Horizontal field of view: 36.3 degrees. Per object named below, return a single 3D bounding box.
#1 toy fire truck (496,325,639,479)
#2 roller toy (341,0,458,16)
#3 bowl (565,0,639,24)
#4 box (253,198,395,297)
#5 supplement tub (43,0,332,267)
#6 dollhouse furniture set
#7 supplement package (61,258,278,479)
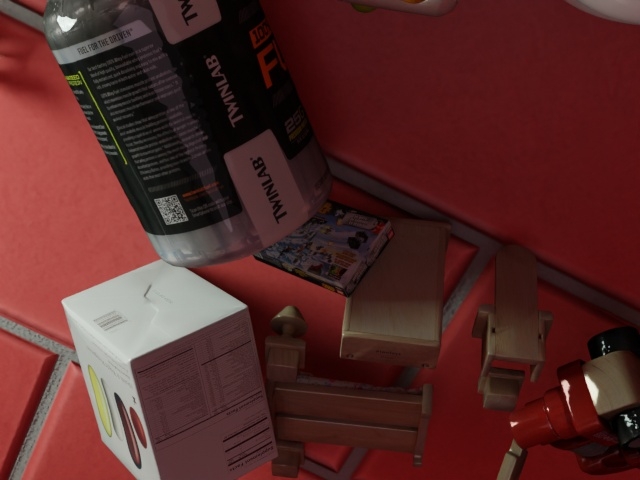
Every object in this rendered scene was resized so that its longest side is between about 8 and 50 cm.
[{"bbox_3d":[0.288,0.230,1.095,0.246,0.158,0.217,-27,148,26],"label":"toy fire truck"},{"bbox_3d":[0.082,-0.305,0.881,0.146,0.209,0.191,11,97,3],"label":"roller toy"},{"bbox_3d":[0.282,-0.285,0.751,0.297,0.134,0.298,6,124,9],"label":"bowl"},{"bbox_3d":[0.000,0.000,1.068,0.137,0.094,0.027,21,153,35],"label":"box"},{"bbox_3d":[-0.138,-0.159,0.980,0.207,0.207,0.338,-17,113,16],"label":"supplement tub"},{"bbox_3d":[0.093,0.149,1.184,0.303,0.174,0.355,7,141,3],"label":"dollhouse furniture set"},{"bbox_3d":[-0.174,0.159,1.123,0.149,0.194,0.203,-23,118,-28],"label":"supplement package"}]
